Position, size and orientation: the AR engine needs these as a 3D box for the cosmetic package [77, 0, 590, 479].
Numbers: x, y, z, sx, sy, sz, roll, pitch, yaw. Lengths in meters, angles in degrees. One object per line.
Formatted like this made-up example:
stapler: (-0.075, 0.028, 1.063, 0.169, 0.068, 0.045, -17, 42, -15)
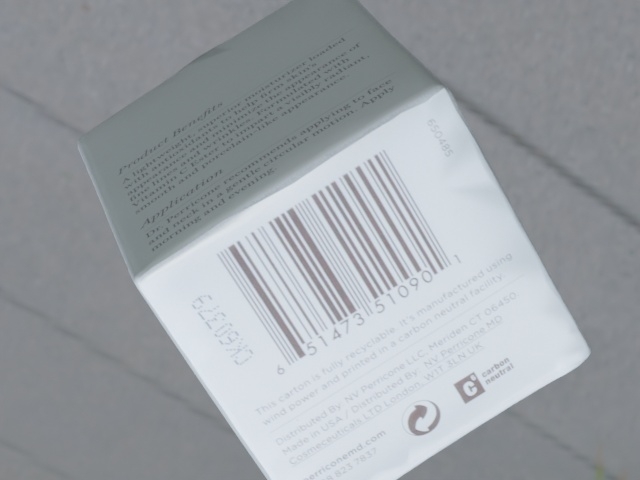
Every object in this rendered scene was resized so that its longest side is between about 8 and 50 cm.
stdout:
cosmetic package: (0.000, 0.000, 0.833, 0.151, 0.184, 0.151, -32, 116, 0)
